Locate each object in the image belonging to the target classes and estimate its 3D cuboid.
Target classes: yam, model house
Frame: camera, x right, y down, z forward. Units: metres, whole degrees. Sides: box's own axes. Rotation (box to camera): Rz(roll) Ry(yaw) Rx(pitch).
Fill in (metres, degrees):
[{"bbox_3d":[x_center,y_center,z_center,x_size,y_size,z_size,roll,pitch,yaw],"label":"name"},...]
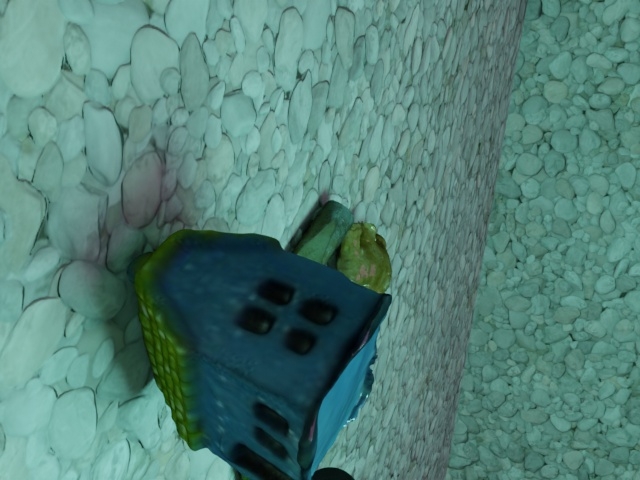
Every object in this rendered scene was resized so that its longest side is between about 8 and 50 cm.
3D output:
[{"bbox_3d":[0.000,0.000,1.290,0.068,0.068,0.169,83,29,-41],"label":"yam"},{"bbox_3d":[-0.086,0.129,0.866,0.215,0.303,0.237,-48,157,-37],"label":"model house"}]

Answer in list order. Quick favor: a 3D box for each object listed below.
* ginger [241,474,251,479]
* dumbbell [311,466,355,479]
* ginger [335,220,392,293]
[{"bbox_3d":[-0.082,0.360,1.286,0.137,0.089,0.290,28,80,-49],"label":"ginger"},{"bbox_3d":[0.036,0.591,1.630,0.325,0.143,0.143,65,44,-58],"label":"dumbbell"},{"bbox_3d":[0.090,0.048,1.491,0.216,0.102,0.157,20,61,-65],"label":"ginger"}]
